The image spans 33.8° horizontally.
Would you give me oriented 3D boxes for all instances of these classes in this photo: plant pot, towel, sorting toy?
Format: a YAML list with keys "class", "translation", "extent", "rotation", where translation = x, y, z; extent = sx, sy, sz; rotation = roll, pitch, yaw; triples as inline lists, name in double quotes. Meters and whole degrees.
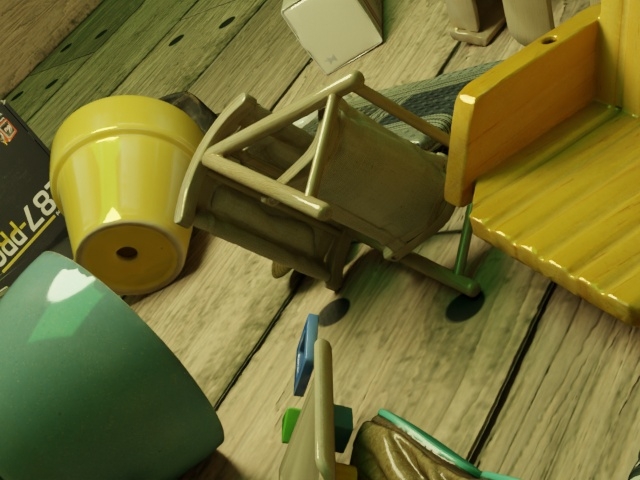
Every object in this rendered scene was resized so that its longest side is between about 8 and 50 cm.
- class: "plant pot"
  translation: [-0.275, 0.183, 1.136]
  extent: [0.195, 0.290, 0.290]
  rotation: [-44, 27, -23]
- class: "towel"
  translation: [0.081, -0.150, 1.450]
  extent: [0.324, 0.056, 0.312]
  rotation: [-8, 23, 38]
- class: "plant pot"
  translation: [-0.296, -0.056, 1.633]
  extent: [0.254, 0.254, 0.239]
  rotation: [-27, 43, 18]
- class: "sorting toy"
  translation: [-0.003, 0.217, 0.951]
  extent: [0.047, 0.196, 0.347]
  rotation: [10, 31, -7]

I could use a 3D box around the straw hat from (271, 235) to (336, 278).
- class: "straw hat"
  translation: [0.000, 0.000, 1.364]
  extent: [0.061, 0.144, 0.144]
  rotation: [28, 60, 15]

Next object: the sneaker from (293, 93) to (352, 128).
- class: "sneaker"
  translation: [-0.040, -0.179, 1.707]
  extent: [0.212, 0.080, 0.094]
  rotation: [-25, 17, 8]

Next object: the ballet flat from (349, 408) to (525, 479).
- class: "ballet flat"
  translation: [0.119, 0.232, 0.832]
  extent: [0.342, 0.116, 0.124]
  rotation: [12, 72, 57]

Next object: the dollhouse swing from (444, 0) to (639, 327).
- class: "dollhouse swing"
  translation: [0.291, -0.161, 0.926]
  extent: [0.315, 0.305, 0.347]
  rotation: [-33, 38, -18]

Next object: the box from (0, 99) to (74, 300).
- class: "box"
  translation: [-0.561, 0.014, 1.727]
  extent: [0.097, 0.318, 0.395]
  rotation: [-4, 40, 48]

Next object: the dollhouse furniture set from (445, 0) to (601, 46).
- class: "dollhouse furniture set"
  translation: [0.366, -0.398, 1.482]
  extent: [0.394, 0.256, 0.362]
  rotation: [21, 60, 35]

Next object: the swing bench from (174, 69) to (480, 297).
- class: "swing bench"
  translation: [0.021, -0.053, 1.175]
  extent: [0.255, 0.253, 0.165]
  rotation: [0, 71, 48]

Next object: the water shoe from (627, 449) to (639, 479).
- class: "water shoe"
  translation: [0.313, 0.157, 0.746]
  extent: [0.203, 0.073, 0.080]
  rotation: [-15, 32, 35]

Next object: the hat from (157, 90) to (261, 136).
- class: "hat"
  translation: [-0.269, -0.183, 1.902]
  extent: [0.331, 0.134, 0.331]
  rotation: [-29, 27, 16]

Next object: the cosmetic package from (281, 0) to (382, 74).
- class: "cosmetic package"
  translation: [0.027, -0.454, 1.963]
  extent: [0.129, 0.153, 0.296]
  rotation: [-27, 30, 20]
